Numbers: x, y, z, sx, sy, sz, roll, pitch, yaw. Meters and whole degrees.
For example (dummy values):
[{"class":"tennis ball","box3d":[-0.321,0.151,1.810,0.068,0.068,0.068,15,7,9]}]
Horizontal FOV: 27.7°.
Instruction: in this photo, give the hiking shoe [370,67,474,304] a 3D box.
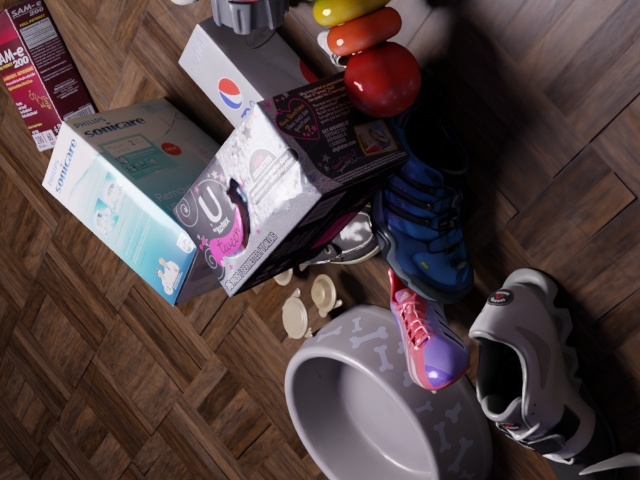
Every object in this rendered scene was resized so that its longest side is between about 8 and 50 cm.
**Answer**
[{"class":"hiking shoe","box3d":[0.128,-0.055,1.589,0.132,0.113,0.304,-2,116,52]}]

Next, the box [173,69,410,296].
[{"class":"box","box3d":[-0.042,-0.068,1.570,0.142,0.163,0.247,55,138,12]}]

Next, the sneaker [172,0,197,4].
[{"class":"sneaker","box3d":[-0.228,-0.477,1.623,0.145,0.147,0.384,25,134,51]}]

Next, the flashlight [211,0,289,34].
[{"class":"flashlight","box3d":[-0.096,-0.407,1.580,0.103,0.103,0.304,29,139,37]}]

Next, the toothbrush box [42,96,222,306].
[{"class":"toothbrush box","box3d":[-0.223,-0.065,1.899,0.295,0.216,0.126,40,125,22]}]

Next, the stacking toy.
[{"class":"stacking toy","box3d":[0.031,-0.297,1.465,0.141,0.141,0.330,-10,106,53]}]

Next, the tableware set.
[{"class":"tableware set","box3d":[-0.027,0.058,1.910,0.141,0.020,0.168,-38,65,48]}]

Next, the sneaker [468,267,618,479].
[{"class":"sneaker","box3d":[0.264,0.212,1.625,0.122,0.146,0.330,-3,117,50]}]

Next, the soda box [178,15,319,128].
[{"class":"soda box","box3d":[-0.054,-0.178,1.721,0.286,0.098,0.091,49,144,9]}]

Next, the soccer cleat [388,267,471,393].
[{"class":"soccer cleat","box3d":[0.130,0.110,1.659,0.095,0.083,0.248,55,-171,-19]}]

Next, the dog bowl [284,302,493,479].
[{"class":"dog bowl","box3d":[0.088,0.265,1.918,0.349,0.102,0.348,30,139,31]}]

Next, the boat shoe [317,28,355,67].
[{"class":"boat shoe","box3d":[0.029,-0.235,1.628,0.100,0.035,0.035,33,140,29]}]

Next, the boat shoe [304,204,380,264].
[{"class":"boat shoe","box3d":[-0.001,-0.001,1.801,0.224,0.073,0.080,-10,87,47]}]

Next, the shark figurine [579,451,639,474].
[{"class":"shark figurine","box3d":[0.451,0.353,1.544,0.278,0.116,0.166,52,144,2]}]

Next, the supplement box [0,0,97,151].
[{"class":"supplement box","box3d":[-0.470,-0.276,2.165,0.130,0.073,0.239,-7,111,53]}]
